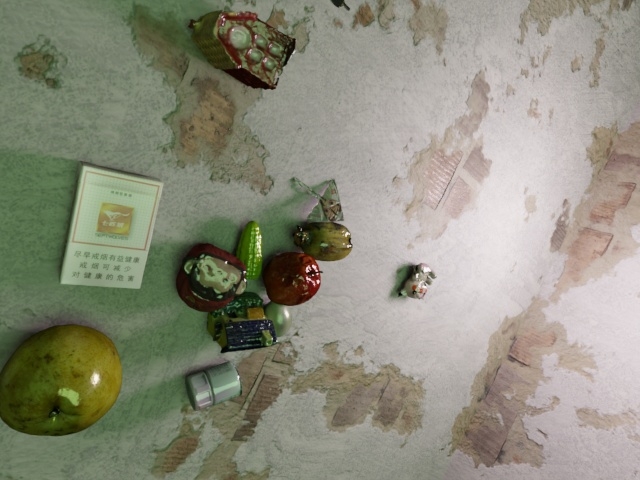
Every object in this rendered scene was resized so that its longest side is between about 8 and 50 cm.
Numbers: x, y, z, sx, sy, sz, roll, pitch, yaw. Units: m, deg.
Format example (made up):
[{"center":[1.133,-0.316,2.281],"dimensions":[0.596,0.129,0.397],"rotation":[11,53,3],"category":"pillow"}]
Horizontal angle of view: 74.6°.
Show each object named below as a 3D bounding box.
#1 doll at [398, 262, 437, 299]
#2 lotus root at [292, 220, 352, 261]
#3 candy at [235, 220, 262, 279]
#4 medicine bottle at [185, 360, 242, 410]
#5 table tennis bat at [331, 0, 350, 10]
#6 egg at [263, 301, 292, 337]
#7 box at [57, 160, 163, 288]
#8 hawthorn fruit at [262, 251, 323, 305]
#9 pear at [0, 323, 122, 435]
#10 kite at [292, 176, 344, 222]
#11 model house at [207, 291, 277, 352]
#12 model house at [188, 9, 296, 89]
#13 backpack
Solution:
[{"center":[0.457,0.196,1.978],"dimensions":[0.149,0.095,0.192],"rotation":[19,97,-31],"category":"doll"},{"center":[-0.001,0.000,1.570],"dimensions":[0.278,0.154,0.154],"rotation":[6,103,-36],"category":"lotus root"},{"center":[-0.243,0.034,1.445],"dimensions":[0.097,0.097,0.209],"rotation":[-1,106,-34],"category":"candy"},{"center":[-0.382,0.519,1.501],"dimensions":[0.169,0.135,0.135],"rotation":[-13,113,-31],"category":"medicine bottle"},{"center":[0.068,-0.803,1.409],"dimensions":[0.083,0.007,0.050],"rotation":[27,91,-36],"category":"table tennis bat"},{"center":[-0.164,0.291,1.578],"dimensions":[0.114,0.114,0.152],"rotation":[-10,110,-31],"category":"egg"},{"center":[-0.590,-0.036,1.185],"dimensions":[0.210,0.095,0.330],"rotation":[9,102,-37],"category":"box"},{"center":[-0.076,0.129,1.496],"dimensions":[0.207,0.243,0.207],"rotation":[22,60,-44],"category":"hawthorn fruit"},{"center":[-0.697,0.381,1.144],"dimensions":[0.304,0.304,0.303],"rotation":[-12,113,-30],"category":"pear"},{"center":[-0.001,-0.154,1.550],"dimensions":[0.250,0.012,0.229],"rotation":[40,58,-19],"category":"kite"},{"center":[-0.268,0.297,1.452],"dimensions":[0.194,0.211,0.170],"rotation":[3,107,-34],"category":"model house"},{"center":[-0.233,-0.549,1.180],"dimensions":[0.254,0.196,0.159],"rotation":[15,100,-36],"category":"model house"},{"center":[-0.362,0.127,1.362],"dimensions":[0.229,0.139,0.229],"rotation":[-5,108,-16],"category":"backpack"}]
